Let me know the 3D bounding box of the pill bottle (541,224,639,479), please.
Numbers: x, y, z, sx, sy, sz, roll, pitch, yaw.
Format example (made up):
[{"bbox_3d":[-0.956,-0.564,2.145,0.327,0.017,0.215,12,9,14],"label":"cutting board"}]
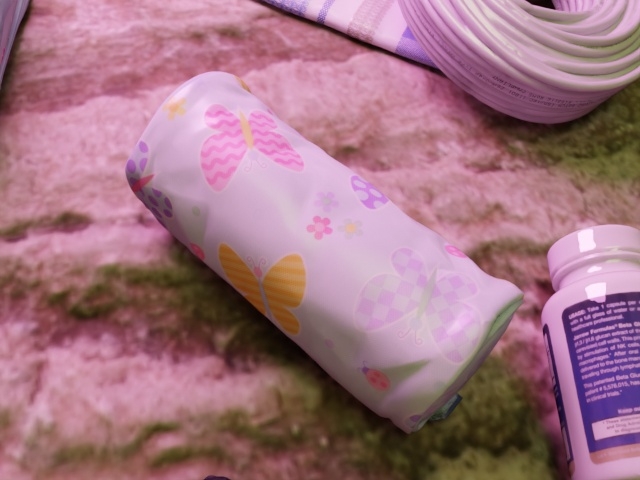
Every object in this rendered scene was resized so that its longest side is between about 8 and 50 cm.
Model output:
[{"bbox_3d":[0.200,0.079,0.453,0.094,0.094,0.170,3,59,-6],"label":"pill bottle"}]

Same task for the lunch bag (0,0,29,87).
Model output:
[{"bbox_3d":[-0.345,-0.173,0.517,0.223,0.108,0.279,6,60,-10],"label":"lunch bag"}]

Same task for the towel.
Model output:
[{"bbox_3d":[0.035,-0.289,0.686,0.284,0.034,0.209,25,60,6],"label":"towel"}]

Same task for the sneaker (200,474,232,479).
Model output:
[{"bbox_3d":[-0.079,0.181,0.376,0.234,0.084,0.097,4,35,-7],"label":"sneaker"}]

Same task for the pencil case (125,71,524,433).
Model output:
[{"bbox_3d":[0.000,0.000,0.461,0.273,0.113,0.124,38,51,14],"label":"pencil case"}]

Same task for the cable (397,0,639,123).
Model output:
[{"bbox_3d":[0.186,-0.229,0.617,0.257,0.089,0.257,27,63,-6],"label":"cable"}]
